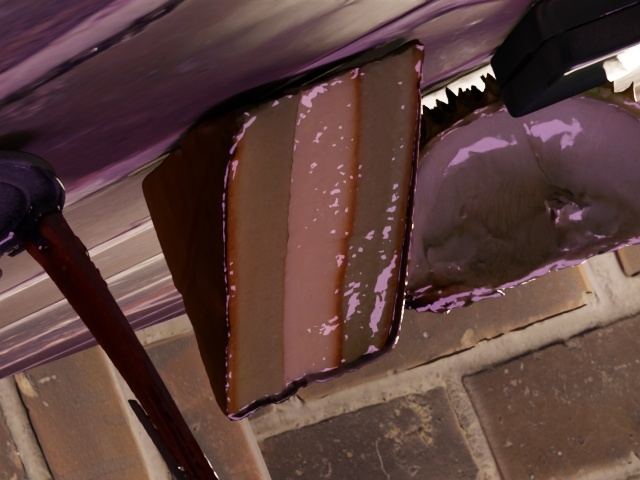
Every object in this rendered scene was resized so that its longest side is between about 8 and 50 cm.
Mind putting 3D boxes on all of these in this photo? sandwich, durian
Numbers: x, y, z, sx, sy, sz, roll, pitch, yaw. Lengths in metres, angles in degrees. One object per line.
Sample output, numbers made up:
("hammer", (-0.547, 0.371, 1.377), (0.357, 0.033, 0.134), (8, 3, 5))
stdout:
("sandwich", (0.000, 0.000, 0.919), (0.117, 0.144, 0.187), (-23, 179, -20))
("durian", (0.115, -0.038, 1.147), (0.252, 0.139, 0.144), (-21, 173, -5))

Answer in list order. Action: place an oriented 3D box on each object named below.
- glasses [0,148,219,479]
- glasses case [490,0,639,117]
("glasses", (-0.137, 0.100, 0.636), (0.234, 0.268, 0.118), (-16, 156, -45))
("glasses case", (0.142, -0.107, 0.986), (0.078, 0.039, 0.184), (-22, 177, -3))
